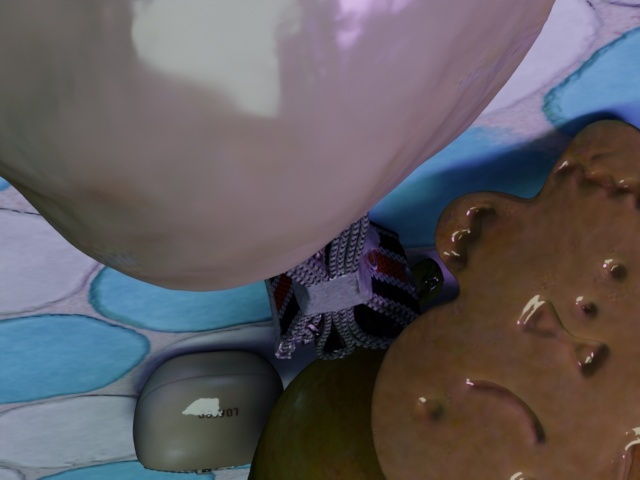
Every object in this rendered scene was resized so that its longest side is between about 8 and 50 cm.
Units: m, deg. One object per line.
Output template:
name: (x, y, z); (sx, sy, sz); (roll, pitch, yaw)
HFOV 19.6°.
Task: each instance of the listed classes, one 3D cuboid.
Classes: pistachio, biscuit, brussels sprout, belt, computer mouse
pistachio: (-0.067, -0.153, 0.852); (0.365, 0.281, 0.445); (0, 143, 2)
biscuit: (0.179, 0.086, 1.416); (0.355, 0.275, 0.052); (-50, 169, 18)
brussels sprout: (0.071, 0.046, 1.609); (0.083, 0.046, 0.051); (-17, 164, 19)
belt: (0.000, 0.000, 1.421); (0.126, 0.094, 0.359); (-14, 158, 2)
computer mouse: (-0.110, 0.179, 1.813); (0.145, 0.082, 0.236); (-3, 155, -13)

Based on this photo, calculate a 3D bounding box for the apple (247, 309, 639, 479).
apple: (0.114, 0.229, 1.687); (0.400, 0.333, 0.400); (-33, 158, -15)
